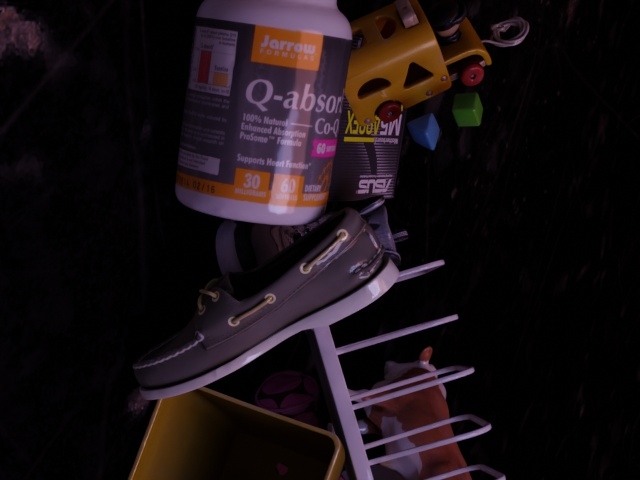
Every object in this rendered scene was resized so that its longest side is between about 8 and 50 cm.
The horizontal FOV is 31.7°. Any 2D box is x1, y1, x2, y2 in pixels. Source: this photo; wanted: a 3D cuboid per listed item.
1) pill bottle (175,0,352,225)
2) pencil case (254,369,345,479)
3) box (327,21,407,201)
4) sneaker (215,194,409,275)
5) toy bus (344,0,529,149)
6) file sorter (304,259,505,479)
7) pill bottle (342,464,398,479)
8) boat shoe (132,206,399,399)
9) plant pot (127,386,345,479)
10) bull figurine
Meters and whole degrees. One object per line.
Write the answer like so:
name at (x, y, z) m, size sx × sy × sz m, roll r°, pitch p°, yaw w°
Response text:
pill bottle at (-0.055, -0.164, 1.155) m, size 0.162 × 0.162 × 0.278 m, roll -8°, pitch 109°, yaw -57°
pencil case at (-0.023, 0.261, 1.452) m, size 0.098 × 0.095 × 0.209 m, roll -57°, pitch 144°, yaw -46°
box at (0.017, -0.157, 1.370) m, size 0.270 × 0.060 × 0.216 m, roll -5°, pitch 105°, yaw -57°
sneaker at (0.000, 0.000, 1.301) m, size 0.269 × 0.153 × 0.101 m, roll 2°, pitch 72°, yaw -61°
toy bus at (0.101, -0.215, 1.239) m, size 0.202 × 0.191 × 0.104 m, roll -60°, pitch 145°, yaw -24°
file sorter at (0.093, 0.178, 1.346) m, size 0.193 × 0.173 × 0.277 m, roll 113°, pitch -39°, yaw -84°
pill bottle at (0.075, 0.478, 1.629) m, size 0.161 × 0.161 × 0.283 m, roll -34°, pitch 130°, yaw -47°
boat shoe at (-0.071, 0.068, 1.174) m, size 0.091 × 0.305 × 0.109 m, roll 60°, pitch 11°, yaw -15°
plant pot at (-0.086, 0.296, 1.276) m, size 0.187 × 0.212 × 0.212 m, roll 46°, pitch 63°, yaw -70°
bull figurine at (0.115, 0.270, 1.565) m, size 0.189 × 0.310 × 0.101 m, roll -3°, pitch 131°, yaw -19°
